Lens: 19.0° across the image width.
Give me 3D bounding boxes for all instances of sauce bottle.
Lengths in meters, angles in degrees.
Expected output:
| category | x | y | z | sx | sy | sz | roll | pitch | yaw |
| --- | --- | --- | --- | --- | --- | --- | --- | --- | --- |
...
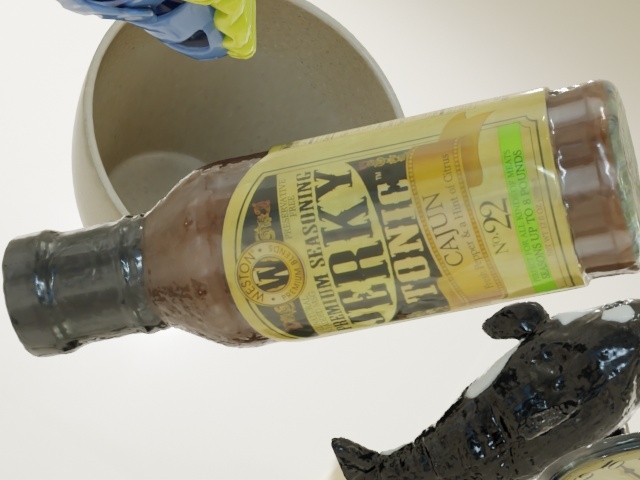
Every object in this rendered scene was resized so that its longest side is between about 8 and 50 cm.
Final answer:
| category | x | y | z | sx | sy | sz | roll | pitch | yaw |
| --- | --- | --- | --- | --- | --- | --- | --- | --- | --- |
| sauce bottle | 0.000 | 0.000 | 1.031 | 0.344 | 0.111 | 0.111 | -13 | -59 | 12 |

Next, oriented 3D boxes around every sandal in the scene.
| category | x | y | z | sx | sy | sz | roll | pitch | yaw |
| --- | --- | --- | --- | --- | --- | --- | --- | --- | --- |
| sandal | -0.123 | -0.203 | 1.404 | 0.138 | 0.126 | 0.317 | -6 | -9 | 7 |

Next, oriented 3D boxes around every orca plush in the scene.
| category | x | y | z | sx | sy | sz | roll | pitch | yaw |
| --- | --- | --- | --- | --- | --- | --- | --- | --- | --- |
| orca plush | 0.147 | 0.128 | 1.486 | 0.287 | 0.102 | 0.151 | -14 | -93 | 6 |

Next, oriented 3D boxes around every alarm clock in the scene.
| category | x | y | z | sx | sy | sz | roll | pitch | yaw |
| --- | --- | --- | --- | --- | --- | --- | --- | --- | --- |
| alarm clock | 0.206 | 0.153 | 1.139 | 0.129 | 0.192 | 0.064 | -2 | -70 | 44 |

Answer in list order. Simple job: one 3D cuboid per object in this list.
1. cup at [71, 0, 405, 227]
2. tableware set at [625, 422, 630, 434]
| category | x | y | z | sx | sy | sz | roll | pitch | yaw |
| --- | --- | --- | --- | --- | --- | --- | --- | --- | --- |
| cup | -0.108 | -0.054 | 1.869 | 0.331 | 0.331 | 0.237 | 42 | -35 | -3 |
| tableware set | 0.306 | 0.249 | 1.827 | 0.020 | 0.141 | 0.168 | -14 | -18 | 11 |
